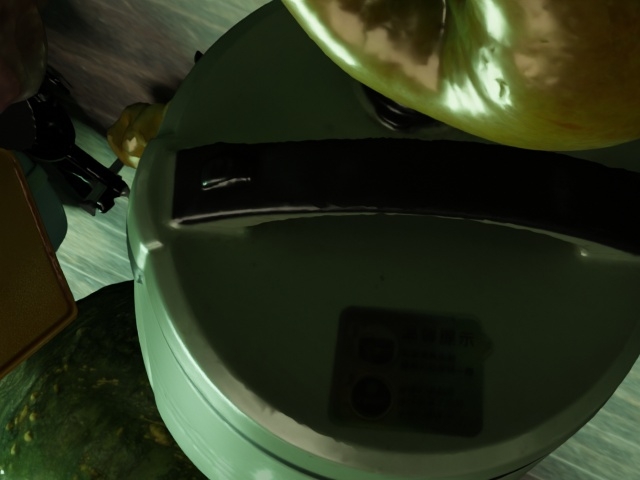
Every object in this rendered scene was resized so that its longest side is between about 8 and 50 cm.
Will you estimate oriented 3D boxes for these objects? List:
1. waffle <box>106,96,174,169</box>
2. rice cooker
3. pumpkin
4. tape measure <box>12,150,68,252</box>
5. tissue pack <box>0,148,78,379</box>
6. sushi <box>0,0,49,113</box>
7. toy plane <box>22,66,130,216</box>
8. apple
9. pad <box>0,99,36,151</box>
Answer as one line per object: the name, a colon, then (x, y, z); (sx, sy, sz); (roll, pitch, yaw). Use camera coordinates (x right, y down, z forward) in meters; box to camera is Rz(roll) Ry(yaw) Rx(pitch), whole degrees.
waffle: (-0.001, 0.001, 1.059); (0.245, 0.052, 0.254); (12, 150, 46)
rice cooker: (0.030, 0.015, 0.785); (0.226, 0.226, 0.244); (33, 159, 5)
pumpkin: (-0.102, 0.185, 1.349); (0.291, 0.257, 0.327); (37, 172, 35)
tape measure: (-0.269, -0.036, 1.320); (0.182, 0.107, 0.181); (31, 158, 13)
tissue pack: (-0.328, 0.028, 1.179); (0.275, 0.194, 0.145); (3, 119, 35)
sushi: (-0.155, -0.141, 0.628); (0.237, 0.270, 0.171); (-20, 127, 32)
toy plane: (-0.176, -0.072, 1.174); (0.197, 0.053, 0.078); (36, 169, -3)
apple: (0.059, -0.114, 0.515); (0.182, 0.155, 0.182); (32, 163, 11)
pad: (-0.314, -0.204, 1.103); (0.375, 0.063, 0.315); (8, 133, 45)
